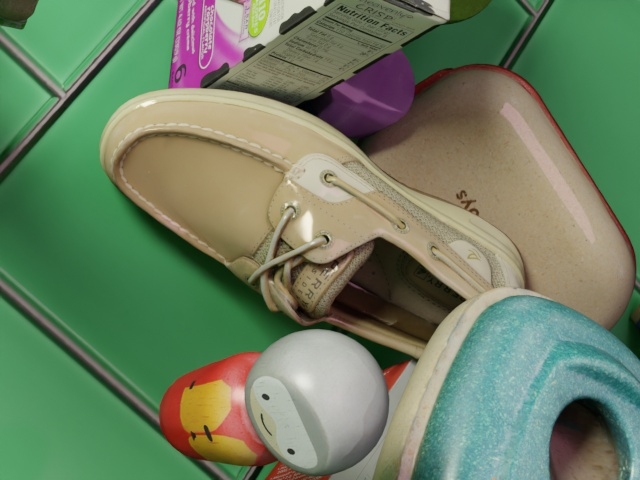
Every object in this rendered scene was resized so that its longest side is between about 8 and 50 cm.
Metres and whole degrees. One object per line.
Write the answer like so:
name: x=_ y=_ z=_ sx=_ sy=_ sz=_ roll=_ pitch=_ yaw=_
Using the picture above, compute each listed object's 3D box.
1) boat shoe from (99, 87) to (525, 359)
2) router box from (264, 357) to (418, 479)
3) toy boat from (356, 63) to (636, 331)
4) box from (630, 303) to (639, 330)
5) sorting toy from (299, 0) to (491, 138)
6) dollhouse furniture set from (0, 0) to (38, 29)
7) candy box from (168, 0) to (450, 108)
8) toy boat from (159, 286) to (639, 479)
boat shoe: x=0.000 y=0.000 z=0.808 sx=0.302 sy=0.109 sz=0.098 roll=25 pitch=32 yaw=-14
router box: x=0.066 y=0.294 z=0.778 sx=0.335 sy=0.082 sz=0.301 roll=54 pitch=40 yaw=-10
toy boat: x=0.137 y=-0.025 z=0.942 sx=0.231 sy=0.151 sz=0.151 roll=56 pitch=26 yaw=-8
box: x=0.343 y=0.132 z=0.992 sx=0.136 sy=0.225 sz=0.036 roll=30 pitch=105 yaw=-24
sorting toy: x=0.060 y=-0.223 z=0.944 sx=0.127 sy=0.126 sz=0.365 roll=30 pitch=67 yaw=-19
dollhouse furniture set: x=-0.218 y=-0.178 z=0.539 sx=0.197 sy=0.301 sz=0.151 roll=5 pitch=77 yaw=-30
candy box: x=-0.012 y=-0.177 z=0.805 sx=0.071 sy=0.233 sz=0.159 roll=15 pitch=69 yaw=-31
toy boat: x=0.072 y=0.132 z=0.676 sx=0.318 sy=0.148 sz=0.267 roll=26 pitch=66 yaw=-29
